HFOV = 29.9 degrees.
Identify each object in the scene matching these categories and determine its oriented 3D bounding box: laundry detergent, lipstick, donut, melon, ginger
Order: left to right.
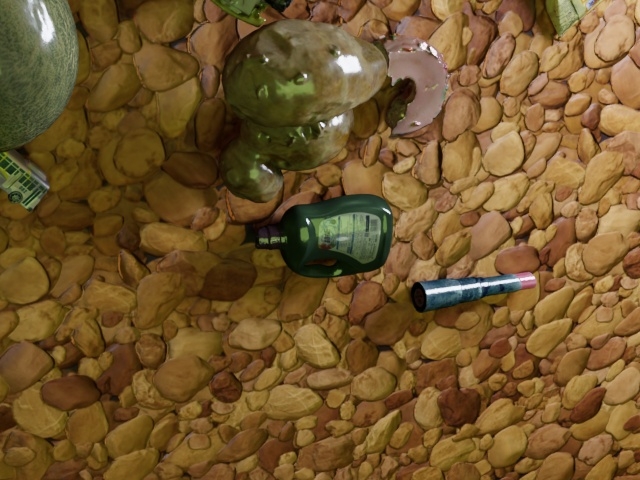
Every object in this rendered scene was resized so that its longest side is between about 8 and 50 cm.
[{"bbox_3d":[-0.425,-0.257,1.427,0.249,0.248,0.329,-26,123,-9],"label":"melon"},{"bbox_3d":[-0.037,-0.180,1.673,0.245,0.155,0.304,-26,153,-27],"label":"ginger"},{"bbox_3d":[0.000,0.000,1.879,0.222,0.078,0.144,-8,126,-21],"label":"laundry detergent"},{"bbox_3d":[0.139,-0.243,1.804,0.117,0.065,0.166,-16,125,-14],"label":"donut"},{"bbox_3d":[0.272,0.083,2.071,0.234,0.053,0.053,-7,121,-23],"label":"lipstick"}]

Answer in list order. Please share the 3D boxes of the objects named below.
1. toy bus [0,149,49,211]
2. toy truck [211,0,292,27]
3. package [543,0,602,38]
[{"bbox_3d":[-0.422,-0.092,1.645,0.058,0.052,0.102,-43,125,5],"label":"toy bus"},{"bbox_3d":[-0.050,-0.423,1.581,0.136,0.111,0.285,32,96,-5],"label":"toy truck"},{"bbox_3d":[0.390,-0.384,1.857,0.108,0.031,0.120,-39,132,2],"label":"package"}]
